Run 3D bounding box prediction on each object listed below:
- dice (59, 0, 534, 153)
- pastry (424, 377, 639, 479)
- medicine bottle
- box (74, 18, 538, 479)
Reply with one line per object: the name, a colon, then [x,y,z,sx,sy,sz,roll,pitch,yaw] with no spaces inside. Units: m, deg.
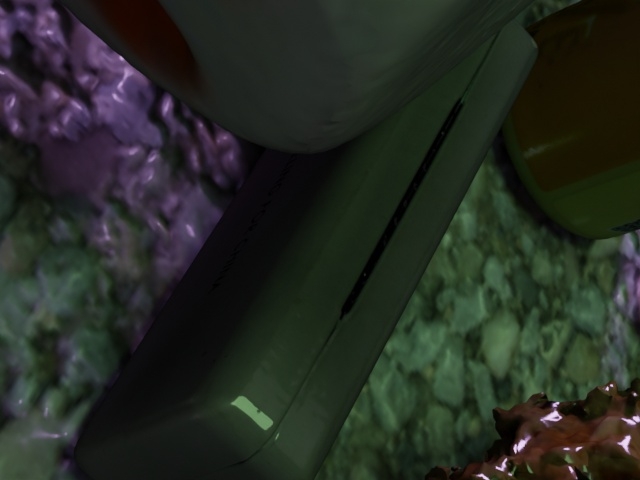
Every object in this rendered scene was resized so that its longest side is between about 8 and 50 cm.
dice: [0.005,-0.232,0.566,0.304,0.277,0.304,-43,88,-15]
pastry: [0.128,0.182,0.670,0.275,0.193,0.274,16,64,-38]
medicine bottle: [0.201,-0.085,0.793,0.124,0.239,0.124,19,61,-39]
box: [0.000,0.000,0.672,0.055,0.103,0.243,44,51,-18]
